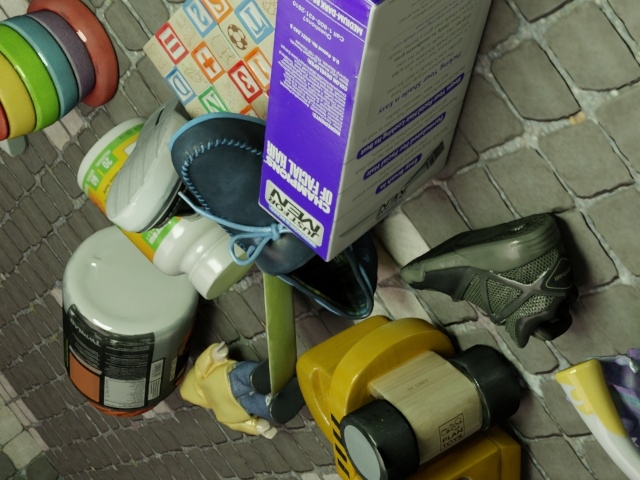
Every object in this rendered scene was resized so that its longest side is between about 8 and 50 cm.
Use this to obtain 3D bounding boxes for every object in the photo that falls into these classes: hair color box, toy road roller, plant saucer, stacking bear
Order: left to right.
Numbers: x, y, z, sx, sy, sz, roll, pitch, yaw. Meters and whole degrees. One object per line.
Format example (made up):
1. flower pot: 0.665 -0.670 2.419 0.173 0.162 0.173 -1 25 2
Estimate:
1. stacking bear: -0.431 -0.203 1.593 0.175 0.289 0.164 56 151 -8
2. plant saucer: -0.053 0.076 1.513 0.241 0.037 0.241 175 90 -88
3. hair color box: 0.049 -0.154 1.074 0.110 0.185 0.339 39 148 22
4. toy road roller: 0.098 0.239 1.447 0.240 0.202 0.330 39 146 46

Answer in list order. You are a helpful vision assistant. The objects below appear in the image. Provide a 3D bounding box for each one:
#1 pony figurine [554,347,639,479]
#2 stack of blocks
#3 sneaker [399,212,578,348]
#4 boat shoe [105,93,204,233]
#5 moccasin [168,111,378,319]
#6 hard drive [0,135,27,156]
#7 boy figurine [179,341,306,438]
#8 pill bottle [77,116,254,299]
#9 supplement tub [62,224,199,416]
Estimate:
1. pony figurine: 0.358 0.256 1.057 0.351 0.302 0.364 -31 81 52
2. stack of blocks: -0.063 -0.208 1.272 0.171 0.087 0.297 55 151 -5
3. sneaker: 0.175 0.053 1.227 0.227 0.087 0.130 -13 106 53
4. boat shoe: -0.161 -0.084 1.411 0.119 0.335 0.121 42 111 -15
5. moccasin: -0.025 -0.020 1.286 0.342 0.137 0.117 33 -149 -44
6. hard drive: -0.624 -0.296 2.021 0.307 0.040 0.203 36 148 26
7. boy figurine: -0.129 0.236 1.865 0.177 0.092 0.285 58 151 -12
8. pill bottle: -0.201 -0.040 1.608 0.245 0.136 0.136 45 150 13
9. supplement tub: -0.306 0.140 1.888 0.207 0.207 0.338 43 150 15
